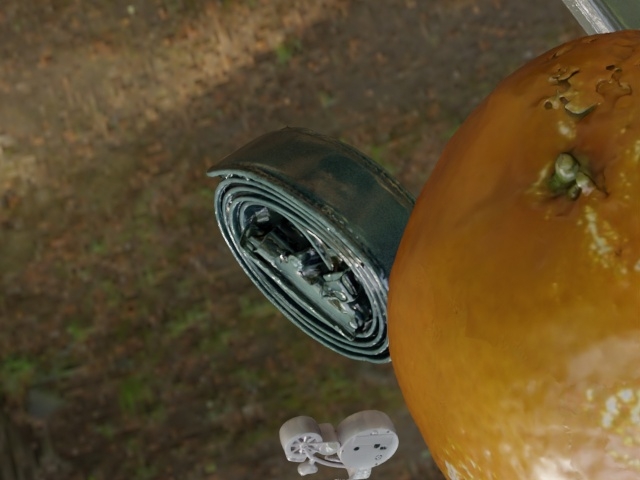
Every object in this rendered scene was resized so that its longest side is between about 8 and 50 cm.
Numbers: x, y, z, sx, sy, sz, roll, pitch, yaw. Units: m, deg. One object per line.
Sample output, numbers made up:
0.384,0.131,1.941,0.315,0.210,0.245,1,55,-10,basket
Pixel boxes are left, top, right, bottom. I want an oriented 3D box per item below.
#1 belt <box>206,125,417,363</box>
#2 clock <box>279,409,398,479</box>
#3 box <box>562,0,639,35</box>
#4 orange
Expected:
0.000,0.000,1.574,0.116,0.267,0.206,-42,155,-27,belt
0.015,0.213,1.717,0.129,0.041,0.087,4,131,-26,clock
0.374,-0.321,2.186,0.055,0.103,0.243,-17,121,49,box
0.246,0.039,1.197,0.424,0.424,0.326,-25,137,11,orange
